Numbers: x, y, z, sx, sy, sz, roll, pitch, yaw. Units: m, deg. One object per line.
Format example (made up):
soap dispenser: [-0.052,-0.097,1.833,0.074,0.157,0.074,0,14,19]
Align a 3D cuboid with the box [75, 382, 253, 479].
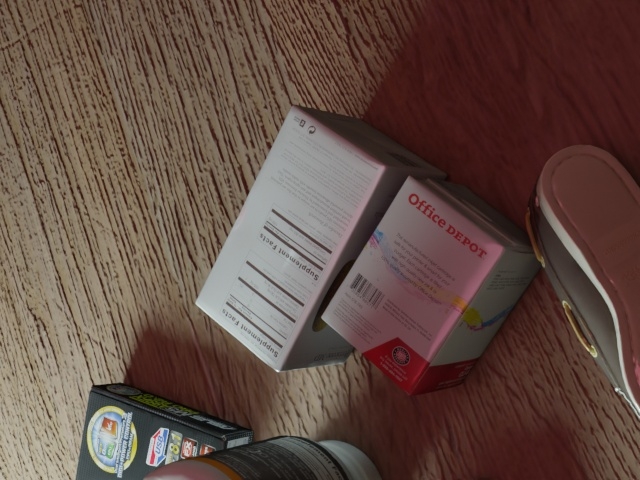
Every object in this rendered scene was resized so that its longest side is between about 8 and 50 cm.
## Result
box: [-0.204,0.330,1.349,0.216,0.060,0.270,14,96,31]

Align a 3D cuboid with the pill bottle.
pill bottle: [-0.055,0.285,1.129,0.162,0.278,0.162,-1,88,32]

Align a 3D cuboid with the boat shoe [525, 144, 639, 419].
boat shoe: [0.289,0.070,1.027,0.116,0.097,0.324,-24,76,-13]

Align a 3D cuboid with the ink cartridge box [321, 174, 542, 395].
ink cartridge box: [0.117,0.043,1.115,0.128,0.127,0.176,41,110,27]

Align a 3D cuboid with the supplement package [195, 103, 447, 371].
supplement package: [0.000,0.000,1.184,0.134,0.139,0.244,36,108,28]
